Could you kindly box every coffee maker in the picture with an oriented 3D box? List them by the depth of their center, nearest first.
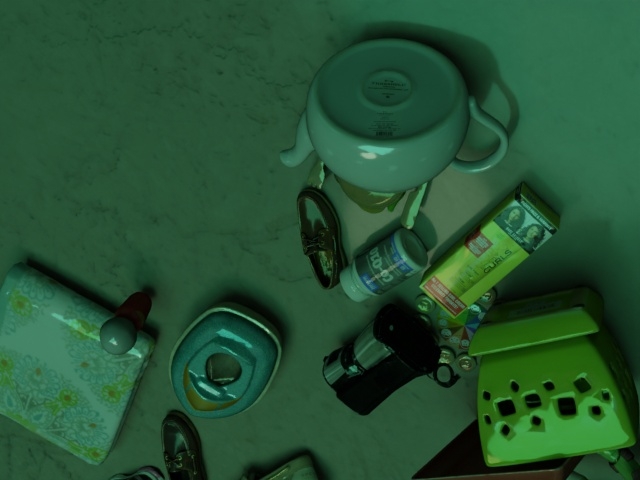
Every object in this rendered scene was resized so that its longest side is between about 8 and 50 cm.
[{"bbox_3d":[0.111,0.223,1.594,0.171,0.120,0.178,55,134,13],"label":"coffee maker"}]

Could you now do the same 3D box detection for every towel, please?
[{"bbox_3d":[-0.522,0.258,1.885,0.320,0.090,0.375,27,122,2],"label":"towel"}]

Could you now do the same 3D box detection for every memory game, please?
[{"bbox_3d":[0.243,0.145,1.581,0.186,0.012,0.186,8,118,16],"label":"memory game"}]

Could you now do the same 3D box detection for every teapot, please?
[{"bbox_3d":[0.104,-0.159,1.372,0.256,0.252,0.187,42,158,29],"label":"teapot"}]

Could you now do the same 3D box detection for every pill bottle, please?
[{"bbox_3d":[0.103,0.044,1.543,0.137,0.078,0.078,-34,100,31],"label":"pill bottle"}]

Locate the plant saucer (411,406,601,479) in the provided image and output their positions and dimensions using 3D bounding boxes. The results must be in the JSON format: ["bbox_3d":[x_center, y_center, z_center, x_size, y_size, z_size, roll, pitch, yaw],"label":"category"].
[{"bbox_3d":[0.314,0.339,1.486,0.258,0.259,0.048,-15,93,36],"label":"plant saucer"}]

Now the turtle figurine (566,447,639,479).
[{"bbox_3d":[0.536,0.428,1.531,0.266,0.274,0.198,35,125,31],"label":"turtle figurine"}]

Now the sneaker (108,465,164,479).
[{"bbox_3d":[-0.421,0.542,1.995,0.178,0.077,0.072,-35,99,32],"label":"sneaker"}]

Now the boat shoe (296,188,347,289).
[{"bbox_3d":[0.000,0.000,1.569,0.064,0.060,0.178,-8,113,24],"label":"boat shoe"}]

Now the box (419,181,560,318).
[{"bbox_3d":[0.265,0.018,1.474,0.087,0.058,0.232,43,119,-5],"label":"box"}]

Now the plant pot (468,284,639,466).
[{"bbox_3d":[0.351,0.197,1.431,0.228,0.227,0.207,-13,95,20],"label":"plant pot"}]

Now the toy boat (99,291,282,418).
[{"bbox_3d":[-0.242,0.210,1.701,0.318,0.148,0.268,27,122,-3],"label":"toy boat"}]

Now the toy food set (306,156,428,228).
[{"bbox_3d":[0.084,-0.109,1.502,0.192,0.038,0.133,25,115,13],"label":"toy food set"}]

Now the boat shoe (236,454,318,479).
[{"bbox_3d":[-0.124,0.515,1.866,0.302,0.109,0.098,-31,63,31],"label":"boat shoe"}]

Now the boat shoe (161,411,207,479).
[{"bbox_3d":[-0.282,0.451,1.900,0.073,0.073,0.207,-5,112,24],"label":"boat shoe"}]
